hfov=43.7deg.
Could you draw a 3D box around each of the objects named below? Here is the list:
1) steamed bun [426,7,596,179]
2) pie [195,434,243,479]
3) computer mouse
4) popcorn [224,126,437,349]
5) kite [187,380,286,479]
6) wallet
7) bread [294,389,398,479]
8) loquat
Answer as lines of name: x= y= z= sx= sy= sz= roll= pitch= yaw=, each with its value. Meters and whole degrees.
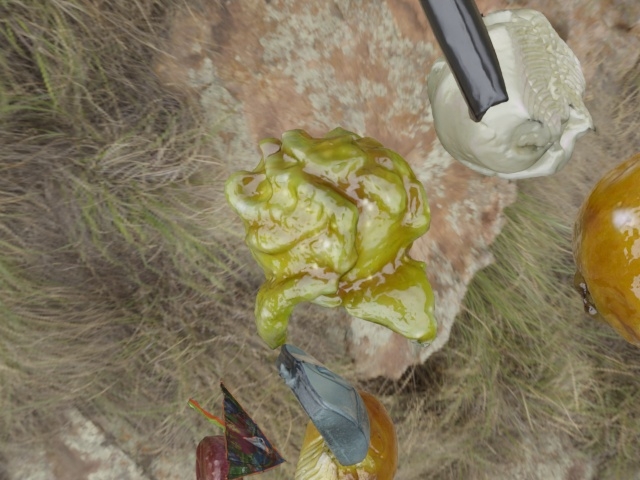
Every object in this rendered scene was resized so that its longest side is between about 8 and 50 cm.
steamed bun: x=0.283 y=-0.226 z=1.274 sx=0.206 sy=0.320 sz=0.275 roll=-22 pitch=77 yaw=37
pie: x=-0.145 y=0.382 z=1.136 sx=0.054 sy=0.219 sz=0.204 roll=0 pitch=69 yaw=-16
computer mouse: x=0.012 y=0.194 z=0.966 sx=0.068 sy=0.229 sz=0.113 roll=-35 pitch=47 yaw=-9
popcorn: x=0.002 y=0.002 z=1.132 sx=0.325 sy=0.321 sz=0.290 roll=-45 pitch=130 yaw=0
kite: x=-0.102 y=0.242 z=1.000 sx=0.159 sy=0.190 sz=0.010 roll=34 pitch=105 yaw=-24
wallet: x=0.094 y=-0.295 z=0.769 sx=0.051 sy=0.197 sz=0.378 roll=-22 pitch=94 yaw=15
bread: x=0.057 y=0.394 z=1.479 sx=0.133 sy=0.250 sz=0.179 roll=-33 pitch=99 yaw=29
loquat: x=0.518 y=0.016 z=1.126 sx=0.328 sy=0.328 sz=0.329 roll=0 pitch=95 yaw=5
